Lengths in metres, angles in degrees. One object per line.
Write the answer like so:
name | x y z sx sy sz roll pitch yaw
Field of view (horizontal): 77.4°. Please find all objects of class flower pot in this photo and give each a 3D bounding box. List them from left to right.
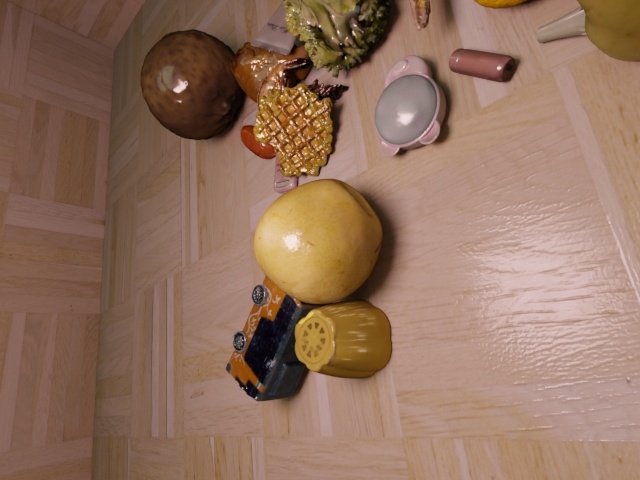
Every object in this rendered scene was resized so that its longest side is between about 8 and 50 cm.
flower pot | 0.045 0.235 0.953 0.195 0.179 0.195 -10 75 41

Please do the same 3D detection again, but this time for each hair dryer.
hair dryer | 0.496 -0.462 0.753 0.167 0.068 0.199 -12 62 48

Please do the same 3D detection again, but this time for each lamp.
lamp | 0.206 -0.335 0.966 0.180 0.108 0.245 -9 74 39

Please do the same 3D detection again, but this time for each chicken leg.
chicken leg | -0.135 -0.517 1.323 0.295 0.182 0.409 -26 72 21

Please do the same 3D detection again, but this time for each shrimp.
shrimp | -0.066 -0.470 1.220 0.290 0.075 0.177 -13 92 27

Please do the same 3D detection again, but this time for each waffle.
waffle | -0.085 -0.325 1.197 0.292 0.051 0.290 9 113 21

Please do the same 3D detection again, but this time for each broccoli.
broccoli | 0.023 -0.654 1.084 0.293 0.281 0.347 -48 66 29

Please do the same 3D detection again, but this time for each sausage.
sausage | -0.218 -0.347 1.405 0.179 0.089 0.089 40 110 32

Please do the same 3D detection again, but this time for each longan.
longan | -0.468 -0.576 1.504 0.391 0.391 0.390 -11 74 43

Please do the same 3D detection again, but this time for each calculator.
calculator | -0.111 -0.232 1.309 0.100 0.032 0.174 -4 79 44

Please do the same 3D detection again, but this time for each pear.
pear | 0.000 0.000 0.972 0.309 0.309 0.308 -11 74 43

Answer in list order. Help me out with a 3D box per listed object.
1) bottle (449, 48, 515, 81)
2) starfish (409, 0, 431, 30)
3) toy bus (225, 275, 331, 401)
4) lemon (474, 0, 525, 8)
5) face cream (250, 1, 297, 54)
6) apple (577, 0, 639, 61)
bottle | 0.349 -0.384 0.872 0.140 0.053 0.053 38 108 42
starfish | 0.268 -0.740 0.926 0.398 0.132 0.383 -40 79 12
toy bus | -0.116 0.269 1.120 0.194 0.162 0.323 31 102 41
lemon | 0.384 -0.569 0.785 0.257 0.188 0.188 -13 73 50
face cream | -0.088 -0.721 1.284 0.143 0.089 0.314 24 76 17
apple | 0.532 -0.497 0.584 0.360 0.320 0.311 -37 38 24
